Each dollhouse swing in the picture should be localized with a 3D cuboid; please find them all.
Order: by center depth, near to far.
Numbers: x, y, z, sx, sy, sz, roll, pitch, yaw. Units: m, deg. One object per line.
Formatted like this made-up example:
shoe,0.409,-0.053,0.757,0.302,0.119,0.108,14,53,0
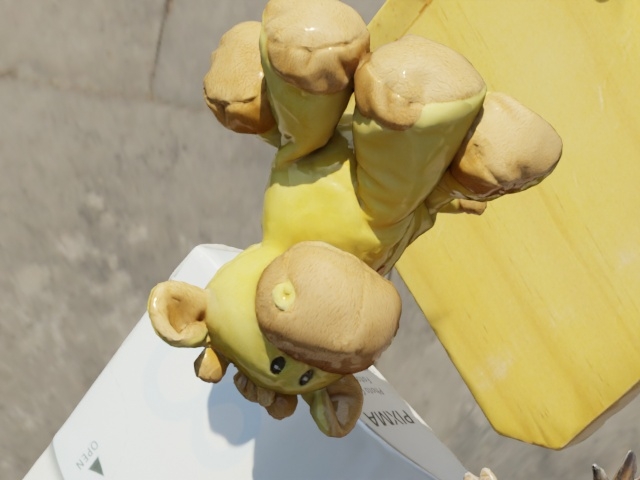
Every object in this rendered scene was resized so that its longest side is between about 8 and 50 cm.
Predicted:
dollhouse swing,0.197,-0.089,1.306,0.305,0.347,0.315,48,41,9

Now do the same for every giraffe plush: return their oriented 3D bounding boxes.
giraffe plush,0.000,0.000,0.976,0.181,0.210,0.170,25,72,0

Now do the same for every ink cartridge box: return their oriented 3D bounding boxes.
ink cartridge box,-0.028,0.241,1.179,0.385,0.091,0.308,47,111,27

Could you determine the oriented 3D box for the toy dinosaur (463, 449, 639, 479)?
toy dinosaur,0.177,0.189,0.909,0.296,0.200,0.127,27,107,34
